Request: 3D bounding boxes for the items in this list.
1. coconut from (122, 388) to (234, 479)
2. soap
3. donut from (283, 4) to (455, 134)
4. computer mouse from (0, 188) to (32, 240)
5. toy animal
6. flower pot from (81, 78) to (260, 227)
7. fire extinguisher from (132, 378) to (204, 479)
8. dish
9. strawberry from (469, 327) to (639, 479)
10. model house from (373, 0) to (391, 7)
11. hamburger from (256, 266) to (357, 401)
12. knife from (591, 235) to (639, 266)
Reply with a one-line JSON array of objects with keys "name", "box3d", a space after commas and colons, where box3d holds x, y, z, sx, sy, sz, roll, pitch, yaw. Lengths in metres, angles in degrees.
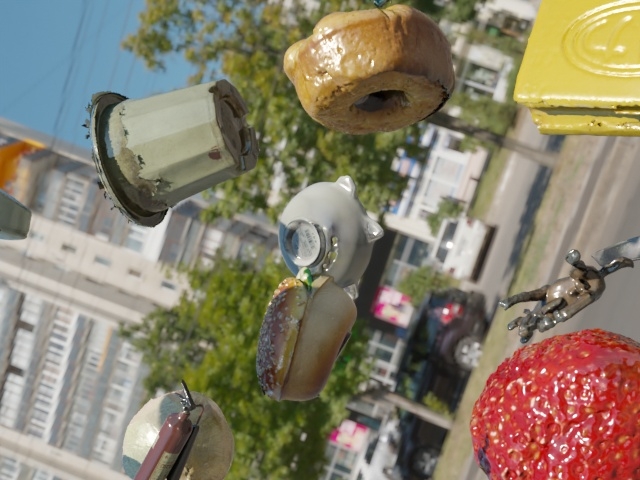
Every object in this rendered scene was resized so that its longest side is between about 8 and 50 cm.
[{"name": "coconut", "box3d": [-0.228, 0.333, 1.582, 0.194, 0.194, 0.194, 19, -90, -83]}, {"name": "soap", "box3d": [0.433, -0.245, 1.309, 0.096, 0.324, 0.204, 27, -103, -46]}, {"name": "donut", "box3d": [0.097, -0.304, 1.762, 0.299, 0.317, 0.150, 133, 127, -61]}, {"name": "computer mouse", "box3d": [-0.560, -0.075, 1.565, 0.079, 0.231, 0.128, -52, 29, -11]}, {"name": "toy animal", "box3d": [0.383, 0.085, 1.570, 0.232, 0.084, 0.148, -41, -14, 27]}, {"name": "flower pot", "box3d": [-0.275, -0.187, 1.893, 0.290, 0.259, 0.291, -15, -90, -71]}, {"name": "fire extinguisher", "box3d": [-0.154, 0.221, 0.984, 0.173, 0.049, 0.035, -61, 19, 22]}, {"name": "dish", "box3d": [0.000, 0.000, 1.794, 0.086, 0.227, 0.236, -13, -72, -51]}, {"name": "strawberry", "box3d": [0.322, 0.214, 1.143, 0.257, 0.257, 0.277, -65, 3, -35]}, {"name": "model house", "box3d": [0.151, -0.597, 2.093, 0.148, 0.148, 0.119, -27, 12, 34]}, {"name": "hamburger", "box3d": [-0.032, 0.162, 1.627, 0.237, 0.147, 0.237, 24, -90, -86]}, {"name": "knife", "box3d": [0.634, 0.016, 1.947, 0.230, 0.028, 0.060, -16, 55, 50]}]
